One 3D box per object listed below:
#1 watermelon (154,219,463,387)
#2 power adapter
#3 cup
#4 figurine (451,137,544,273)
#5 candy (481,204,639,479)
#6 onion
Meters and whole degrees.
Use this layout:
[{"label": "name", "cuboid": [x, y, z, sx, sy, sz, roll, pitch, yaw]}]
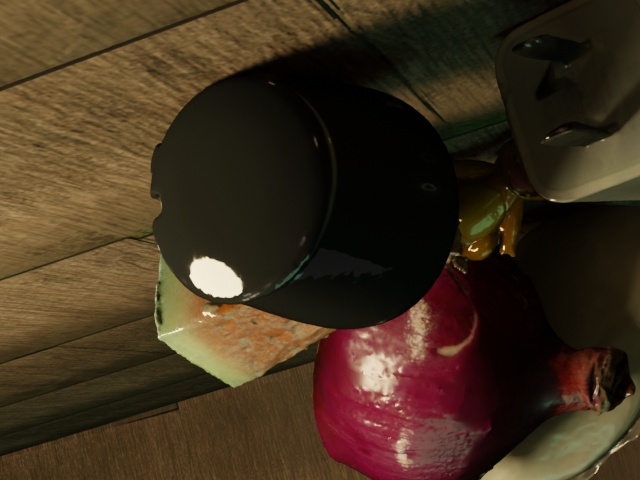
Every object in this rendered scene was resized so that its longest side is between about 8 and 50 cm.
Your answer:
[{"label": "watermelon", "cuboid": [0.000, 0.000, 1.171, 0.256, 0.193, 0.140, -17, 140, 31]}, {"label": "power adapter", "cuboid": [0.194, -0.097, 0.932, 0.125, 0.130, 0.205, -22, 170, 35]}, {"label": "cup", "cuboid": [-0.031, -0.030, 0.931, 0.223, 0.169, 0.176, 16, -173, 35]}, {"label": "figurine", "cuboid": [0.180, -0.058, 1.327, 0.176, 0.121, 0.122, -35, -171, 38]}, {"label": "candy", "cuboid": [0.313, 0.143, 1.855, 0.186, 0.427, 0.386, 30, 171, -21]}, {"label": "onion", "cuboid": [0.182, 0.143, 1.642, 0.385, 0.348, 0.348, 6, 176, 13]}]
